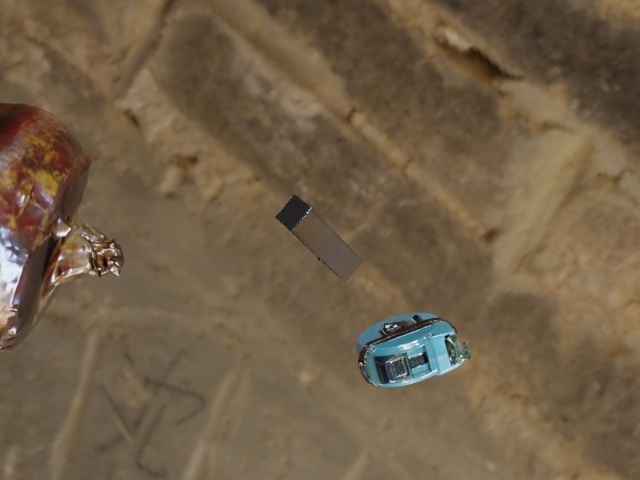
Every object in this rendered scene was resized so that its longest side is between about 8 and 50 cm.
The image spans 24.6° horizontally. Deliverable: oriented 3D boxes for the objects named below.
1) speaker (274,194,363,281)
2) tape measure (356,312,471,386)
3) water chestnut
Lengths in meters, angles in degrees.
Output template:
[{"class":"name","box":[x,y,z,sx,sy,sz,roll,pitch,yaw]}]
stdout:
[{"class":"speaker","box":[0.000,0.000,2.099,0.040,0.046,0.191,38,-4,34]},{"class":"tape measure","box":[0.116,0.146,1.963,0.125,0.146,0.081,-138,-149,-71]},{"class":"water chestnut","box":[-0.404,-0.006,1.903,0.302,0.350,0.350,21,-35,-5]}]
